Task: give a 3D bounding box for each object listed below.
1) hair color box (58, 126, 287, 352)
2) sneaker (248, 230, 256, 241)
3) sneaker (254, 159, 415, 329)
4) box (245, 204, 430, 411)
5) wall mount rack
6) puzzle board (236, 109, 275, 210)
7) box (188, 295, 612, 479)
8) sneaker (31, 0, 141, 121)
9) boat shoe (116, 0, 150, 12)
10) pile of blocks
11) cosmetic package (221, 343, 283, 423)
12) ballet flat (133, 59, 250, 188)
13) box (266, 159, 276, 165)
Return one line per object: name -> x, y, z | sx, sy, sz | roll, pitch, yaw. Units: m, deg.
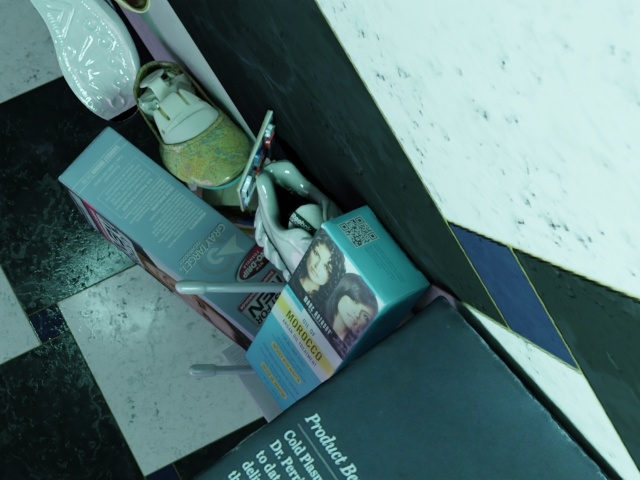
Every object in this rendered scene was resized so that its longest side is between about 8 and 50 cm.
hair color box -> -0.196, 0.013, 1.440 | 0.374, 0.113, 0.185 | 37, 165, 9
sneaker -> -0.151, 0.001, 1.886 | 0.182, 0.127, 0.315 | 57, 172, 0
sneaker -> 0.010, 0.030, 1.059 | 0.292, 0.110, 0.118 | 51, 163, 29
box -> 0.009, 0.082, 0.968 | 0.100, 0.060, 0.244 | 53, 141, 20
wall mount rack -> -0.024, 0.156, 1.245 | 0.304, 0.130, 0.350 | 32, 147, 21
puzzle board -> -0.071, -0.087, 1.110 | 0.011, 0.096, 0.128 | 20, 171, 1
box -> 0.047, 0.383, 0.909 | 0.297, 0.472, 0.480 | 52, 173, 34
sneaker -> -0.377, -0.370, 1.632 | 0.322, 0.130, 0.236 | 61, -168, -16
boat shoe -> -0.266, -0.357, 1.269 | 0.059, 0.063, 0.170 | 49, -179, 26
pile of blocks -> -0.131, -0.082, 1.565 | 0.362, 0.149, 0.112 | 161, 117, -74
cosmetic package -> -0.038, 0.265, 1.960 | 0.224, 0.224, 0.138 | 51, 172, 34
ballet flat -> -0.205, -0.182, 1.429 | 0.123, 0.123, 0.348 | 60, 174, -34
box -> 0.000, 0.000, 1.291 | 0.201, 0.021, 0.164 | 53, 173, 17
